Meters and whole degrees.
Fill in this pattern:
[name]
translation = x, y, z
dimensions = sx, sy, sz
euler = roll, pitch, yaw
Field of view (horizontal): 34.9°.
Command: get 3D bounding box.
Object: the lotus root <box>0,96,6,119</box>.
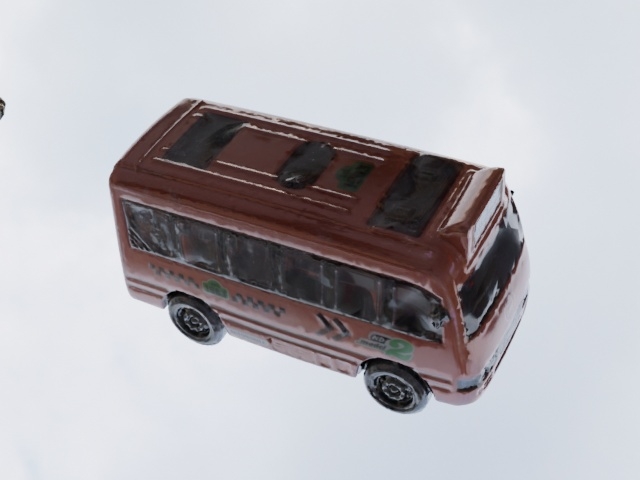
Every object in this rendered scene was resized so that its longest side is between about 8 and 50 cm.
[lotus root]
translation = -0.372, -0.084, 0.895
dimensions = 0.190, 0.108, 0.094
euler = -37, -76, 10

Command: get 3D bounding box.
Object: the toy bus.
[toy bus]
translation = 0.000, 0.000, 1.076
dimensions = 0.426, 0.233, 0.203
euler = 15, -134, 22
